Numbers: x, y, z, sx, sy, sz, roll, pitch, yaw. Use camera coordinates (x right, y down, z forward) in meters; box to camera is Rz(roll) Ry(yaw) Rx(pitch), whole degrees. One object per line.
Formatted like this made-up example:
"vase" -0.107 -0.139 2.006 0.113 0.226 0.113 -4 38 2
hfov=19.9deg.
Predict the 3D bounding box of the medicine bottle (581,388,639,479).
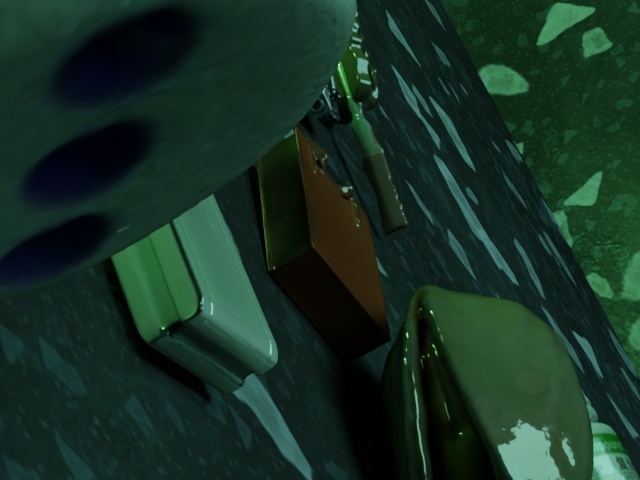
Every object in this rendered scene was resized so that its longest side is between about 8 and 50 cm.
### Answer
"medicine bottle" 0.233 0.233 1.755 0.139 0.139 0.237 37 24 -60

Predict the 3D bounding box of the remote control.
"remote control" -0.115 -0.033 1.212 0.103 0.055 0.277 41 20 -55

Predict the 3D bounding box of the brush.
"brush" 0.041 -0.134 2.031 0.071 0.084 0.301 43 26 -55

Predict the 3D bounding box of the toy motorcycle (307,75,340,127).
"toy motorcycle" -0.035 -0.221 1.927 0.215 0.080 0.122 64 13 4

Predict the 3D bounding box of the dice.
"dice" -0.168 -0.160 0.808 0.304 0.277 0.304 59 13 15

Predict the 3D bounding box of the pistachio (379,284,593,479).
"pistachio" 0.130 0.140 1.485 0.197 0.166 0.288 61 11 -25

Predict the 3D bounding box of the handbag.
"handbag" 0.000 0.000 1.584 0.127 0.063 0.190 50 19 -33
